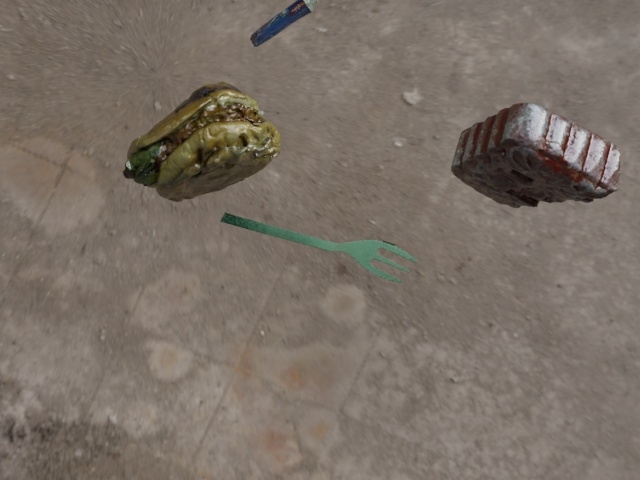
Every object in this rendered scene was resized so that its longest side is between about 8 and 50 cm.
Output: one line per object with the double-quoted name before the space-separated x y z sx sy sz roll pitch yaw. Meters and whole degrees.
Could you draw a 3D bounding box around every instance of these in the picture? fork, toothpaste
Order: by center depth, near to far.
"fork" -0.001 -0.001 0.996 0.235 0.021 0.039 17 109 -36
"toothpaste" -0.037 -0.224 1.033 0.083 0.027 0.019 -33 127 12

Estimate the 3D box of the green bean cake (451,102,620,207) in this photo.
"green bean cake" 0.337 -0.126 1.651 0.199 0.233 0.097 26 70 -21

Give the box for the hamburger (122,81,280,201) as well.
"hamburger" -0.161 -0.134 1.392 0.206 0.183 0.130 -24 79 16
